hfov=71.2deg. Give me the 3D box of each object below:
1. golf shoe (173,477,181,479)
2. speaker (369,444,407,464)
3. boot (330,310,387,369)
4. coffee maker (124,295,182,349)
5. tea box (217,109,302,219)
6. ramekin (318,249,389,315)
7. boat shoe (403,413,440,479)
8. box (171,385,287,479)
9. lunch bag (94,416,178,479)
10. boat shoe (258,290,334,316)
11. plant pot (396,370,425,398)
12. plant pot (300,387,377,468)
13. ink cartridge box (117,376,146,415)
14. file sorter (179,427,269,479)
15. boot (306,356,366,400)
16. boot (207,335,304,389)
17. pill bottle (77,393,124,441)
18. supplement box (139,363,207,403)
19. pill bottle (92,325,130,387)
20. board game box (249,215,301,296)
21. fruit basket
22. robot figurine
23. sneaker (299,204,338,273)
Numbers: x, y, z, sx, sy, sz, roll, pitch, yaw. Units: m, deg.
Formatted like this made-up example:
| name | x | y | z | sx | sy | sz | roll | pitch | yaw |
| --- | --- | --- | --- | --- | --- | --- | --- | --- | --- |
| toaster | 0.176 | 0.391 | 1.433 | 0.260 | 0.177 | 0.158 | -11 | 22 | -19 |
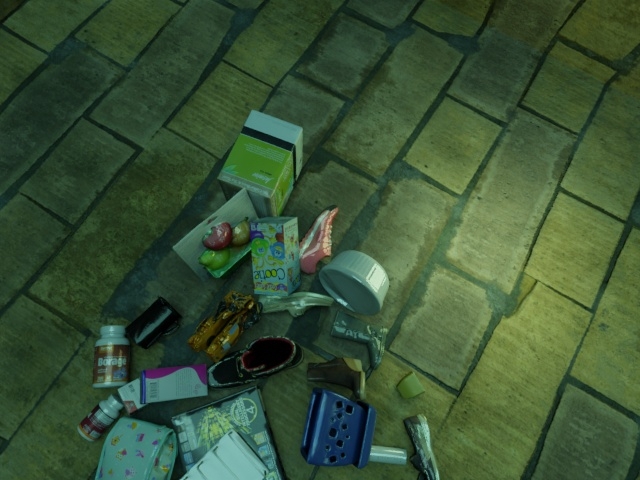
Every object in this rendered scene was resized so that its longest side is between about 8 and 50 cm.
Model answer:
| name | x | y | z | sx | sy | sz | roll | pitch | yaw |
| --- | --- | --- | --- | --- | --- | --- | --- | --- | --- |
| golf shoe | -0.494 | 0.949 | 1.490 | 0.105 | 0.120 | 0.273 | 0 | 73 | -4 |
| speaker | 0.239 | 0.771 | 1.608 | 0.136 | 0.055 | 0.055 | 6 | 72 | 0 |
| boot | 0.141 | 0.383 | 1.723 | 0.208 | 0.076 | 0.190 | 17 | 58 | -4 |
| coffee maker | -0.632 | 0.302 | 1.671 | 0.120 | 0.171 | 0.178 | 31 | 69 | 36 |
| tea box | -0.226 | -0.274 | 1.793 | 0.219 | 0.329 | 0.324 | 21 | 73 | 5 |
| ramekin | 0.137 | 0.153 | 1.708 | 0.272 | 0.273 | 0.127 | 33 | 62 | 9 |
| boat shoe | 0.361 | 0.773 | 1.593 | 0.092 | 0.103 | 0.286 | -9 | 69 | 0 |
| box | -0.312 | 0.755 | 1.572 | 0.318 | 0.097 | 0.395 | -18 | 75 | -6 |
| lunch bag | -0.613 | 0.744 | 1.504 | 0.223 | 0.160 | 0.263 | 5 | 73 | 23 |
| boat shoe | -0.095 | 0.251 | 1.745 | 0.301 | 0.109 | 0.098 | 1 | 77 | 4 |
| plant pot | 0.332 | 0.548 | 1.676 | 0.083 | 0.081 | 0.082 | -31 | 75 | -1 |
| plant pot | 0.064 | 0.653 | 1.555 | 0.211 | 0.236 | 0.236 | 14 | 73 | -5 |
| ink cartridge box | -0.649 | 0.553 | 1.624 | 0.135 | 0.056 | 0.099 | -24 | 73 | -33 |
| file sorter | -0.325 | 0.773 | 1.413 | 0.193 | 0.173 | 0.277 | 45 | 70 | 9 |
| boot | 0.055 | 0.502 | 1.606 | 0.206 | 0.248 | 0.090 | -5 | 102 | -1 |
| boot | -0.244 | 0.432 | 1.581 | 0.376 | 0.284 | 0.138 | -11 | 72 | -5 |
| pill bottle | -0.781 | 0.631 | 1.601 | 0.086 | 0.086 | 0.152 | 40 | 74 | 10 |
| supplement box | -0.524 | 0.512 | 1.597 | 0.219 | 0.114 | 0.111 | 2 | 69 | -26 |
| pill bottle | -0.768 | 0.428 | 1.649 | 0.121 | 0.121 | 0.216 | -5 | 72 | -4 |
| board game box | -0.170 | 0.056 | 1.703 | 0.141 | 0.144 | 0.276 | 2 | 103 | 19 |
| fruit basket | -0.375 | -0.014 | 1.693 | 0.327 | 0.353 | 0.165 | -43 | 63 | -14 |
| robot figurine | -0.350 | 0.305 | 1.676 | 0.211 | 0.085 | 0.291 | 14 | 53 | 34 |
| sneaker | 0.000 | 0.000 | 1.841 | 0.136 | 0.116 | 0.314 | 34 | 80 | -2 |
